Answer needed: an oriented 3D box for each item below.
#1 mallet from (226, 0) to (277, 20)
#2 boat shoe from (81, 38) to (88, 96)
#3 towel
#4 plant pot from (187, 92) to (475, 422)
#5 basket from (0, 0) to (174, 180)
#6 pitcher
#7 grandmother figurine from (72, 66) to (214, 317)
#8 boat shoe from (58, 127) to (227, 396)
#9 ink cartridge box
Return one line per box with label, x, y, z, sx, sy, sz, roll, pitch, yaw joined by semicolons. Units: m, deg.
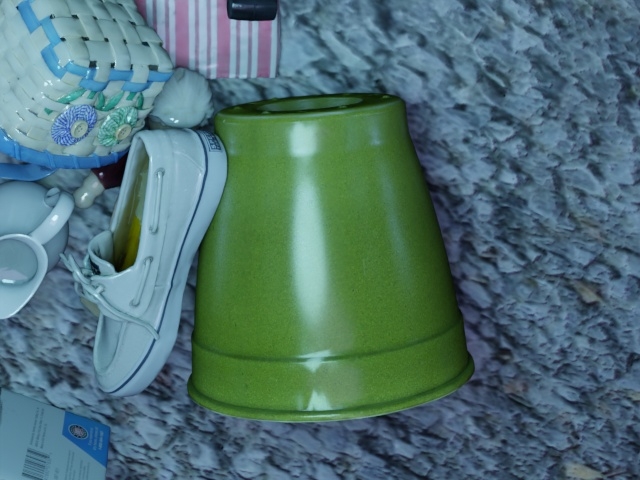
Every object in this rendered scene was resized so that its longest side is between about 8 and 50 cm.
mallet;-0.093;-0.362;1.659;0.062;0.039;0.190;-9;99;-12
boat shoe;-0.294;-0.244;1.699;0.049;0.056;0.152;29;118;11
towel;-0.148;-0.276;1.712;0.197;0.029;0.144;-1;113;-8
plant pot;0.000;0.000;1.695;0.366;0.366;0.353;-5;101;-4
basket;-0.336;-0.162;1.569;0.289;0.255;0.201;-36;73;31
pitcher;-0.365;-0.015;1.700;0.178;0.207;0.125;-43;110;11
grandmother figurine;-0.220;-0.061;1.742;0.208;0.104;0.342;0;119;-42
boat shoe;-0.241;0.030;1.627;0.156;0.136;0.367;4;121;-37
ink cartridge box;-0.451;0.301;1.815;0.307;0.223;0.129;23;109;-14
